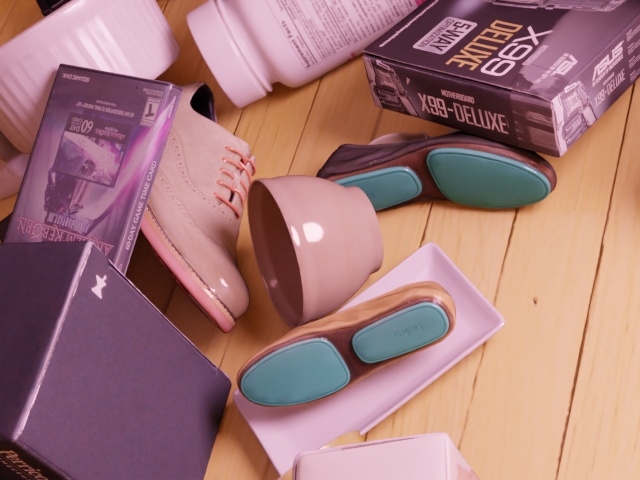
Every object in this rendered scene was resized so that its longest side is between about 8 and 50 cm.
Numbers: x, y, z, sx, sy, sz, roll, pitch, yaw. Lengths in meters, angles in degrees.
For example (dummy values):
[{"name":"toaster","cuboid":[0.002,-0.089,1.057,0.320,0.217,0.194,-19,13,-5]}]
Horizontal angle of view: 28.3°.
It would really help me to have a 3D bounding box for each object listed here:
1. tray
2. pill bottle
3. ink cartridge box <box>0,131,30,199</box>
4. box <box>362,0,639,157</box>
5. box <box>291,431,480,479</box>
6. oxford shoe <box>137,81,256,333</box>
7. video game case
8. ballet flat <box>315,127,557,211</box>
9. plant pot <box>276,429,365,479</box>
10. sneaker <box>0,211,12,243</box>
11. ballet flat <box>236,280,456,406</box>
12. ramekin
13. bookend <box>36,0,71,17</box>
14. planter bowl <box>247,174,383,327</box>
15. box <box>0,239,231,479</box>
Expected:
[{"name":"tray","cuboid":[0.048,0.127,1.298,0.270,0.030,0.145,-37,48,-1]},{"name":"pill bottle","cuboid":[-0.009,-0.286,1.550,0.283,0.160,0.160,-28,48,7]},{"name":"ink cartridge box","cuboid":[-0.469,-0.105,1.705,0.143,0.090,0.092,-20,58,15]},{"name":"box","cuboid":[0.235,-0.227,1.374,0.242,0.076,0.307,21,51,38]},{"name":"box","cuboid":[0.091,0.283,0.966,0.121,0.311,0.148,-12,51,20]},{"name":"oxford shoe","cuboid":[-0.141,-0.061,1.471,0.147,0.140,0.397,-29,48,2]},{"name":"video game case","cuboid":[-0.265,-0.055,1.420,0.196,0.026,0.274,15,86,39]},{"name":"ballet flat","cuboid":[0.123,-0.088,1.379,0.280,0.095,0.096,-2,47,27]},{"name":"plant pot","cuboid":[0.011,0.253,1.172,0.134,0.134,0.095,-38,73,-2]},{"name":"sneaker","cuboid":[-0.286,0.011,1.526,0.145,0.090,0.270,-41,45,-2]},{"name":"ballet flat","cuboid":[0.028,0.103,1.272,0.232,0.080,0.073,-20,21,11]},{"name":"ramekin","cuboid":[-0.313,-0.228,1.622,0.277,0.135,0.277,-31,15,10]},{"name":"bookend","cuboid":[-0.348,-0.393,1.874,0.156,0.072,0.157,-34,48,2]},{"name":"planter bowl","cuboid":[0.000,0.000,1.350,0.109,0.162,0.162,-16,45,-18]},{"name":"box","cuboid":[-0.345,0.165,1.306,0.396,0.293,0.212,-3,56,28]}]
